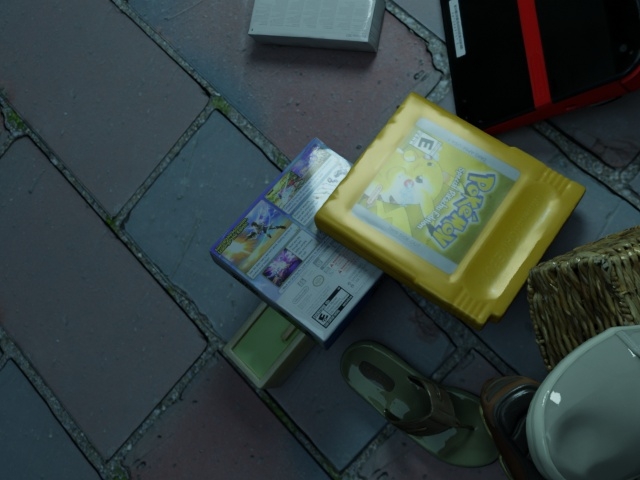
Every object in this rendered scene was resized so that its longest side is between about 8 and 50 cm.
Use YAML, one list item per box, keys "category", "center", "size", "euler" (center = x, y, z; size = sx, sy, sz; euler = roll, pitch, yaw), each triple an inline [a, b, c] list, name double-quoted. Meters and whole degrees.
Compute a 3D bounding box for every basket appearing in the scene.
- category: "basket"
  center: [0.459, 0.136, 1.123]
  size: [0.223, 0.213, 0.299]
  euler: [-20, 87, -24]

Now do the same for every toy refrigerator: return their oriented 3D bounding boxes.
- category: "toy refrigerator"
  center: [-0.039, 0.122, 1.354]
  size: [0.102, 0.094, 0.269]
  euler: [43, 98, 21]

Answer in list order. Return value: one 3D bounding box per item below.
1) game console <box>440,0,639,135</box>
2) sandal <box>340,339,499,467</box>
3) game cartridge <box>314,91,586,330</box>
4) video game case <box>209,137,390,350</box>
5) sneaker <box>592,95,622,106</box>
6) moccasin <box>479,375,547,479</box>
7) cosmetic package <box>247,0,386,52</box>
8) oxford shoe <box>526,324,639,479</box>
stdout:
- category: "game console"
  center: [0.348, -0.386, 1.254]
  size: [0.342, 0.060, 0.387]
  euler: [-16, 75, 42]
- category: "sandal"
  center: [0.154, 0.267, 1.263]
  size: [0.302, 0.086, 0.120]
  euler: [28, 94, 19]
- category: "game cartridge"
  center: [0.200, -0.052, 1.223]
  size: [0.323, 0.053, 0.285]
  euler: [32, 72, 18]
- category: "video game case"
  center: [0.000, 0.000, 1.277]
  size: [0.244, 0.061, 0.269]
  euler: [37, 74, 18]
- category: "sneaker"
  center: [0.494, -0.291, 1.202]
  size: [0.223, 0.083, 0.098]
  euler: [-19, 67, 30]
- category: "moccasin"
  center: [0.351, 0.369, 1.151]
  size: [0.139, 0.147, 0.380]
  euler: [-38, 90, -4]
- category: "cosmetic package"
  center: [-0.007, -0.404, 1.431]
  size: [0.239, 0.060, 0.099]
  euler: [10, 85, 22]
- category: "oxford shoe"
  center: [0.437, 0.168, 0.923]
  size: [0.449, 0.130, 0.169]
  euler: [-13, 86, -22]
